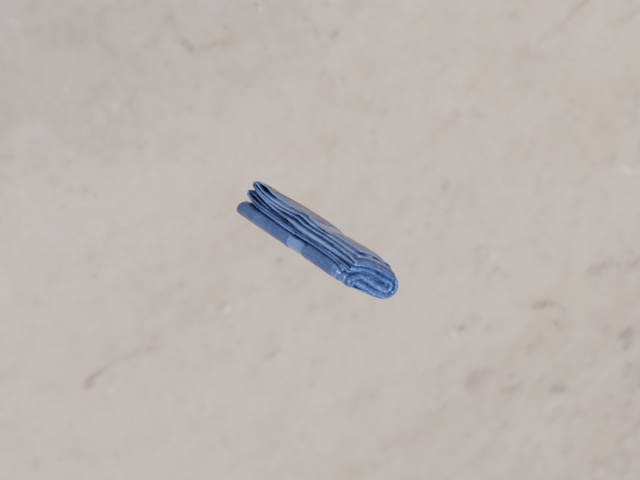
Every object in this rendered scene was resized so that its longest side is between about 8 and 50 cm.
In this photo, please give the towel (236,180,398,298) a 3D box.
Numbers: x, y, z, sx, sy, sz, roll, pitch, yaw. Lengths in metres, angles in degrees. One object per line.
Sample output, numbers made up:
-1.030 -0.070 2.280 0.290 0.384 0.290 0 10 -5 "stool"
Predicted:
0.000 0.000 1.215 0.067 0.119 0.029 25 97 -54 "towel"
